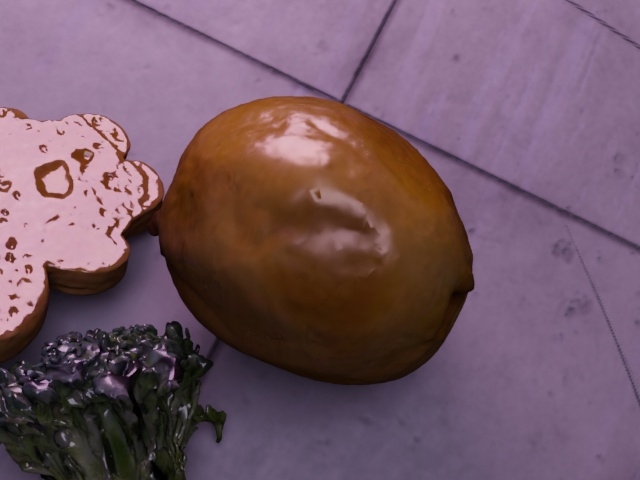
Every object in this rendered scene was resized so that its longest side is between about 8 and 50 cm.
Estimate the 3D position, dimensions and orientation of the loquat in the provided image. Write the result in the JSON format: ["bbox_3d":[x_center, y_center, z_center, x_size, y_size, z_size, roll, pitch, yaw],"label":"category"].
[{"bbox_3d":[0.000,0.000,0.838,0.238,0.238,0.193,20,91,-1],"label":"loquat"}]

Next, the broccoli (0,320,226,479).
[{"bbox_3d":[-0.115,0.203,0.812,0.165,0.145,0.304,-22,89,-10],"label":"broccoli"}]

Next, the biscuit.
[{"bbox_3d":[-0.250,-0.010,0.859,0.202,0.044,0.289,46,49,15],"label":"biscuit"}]
